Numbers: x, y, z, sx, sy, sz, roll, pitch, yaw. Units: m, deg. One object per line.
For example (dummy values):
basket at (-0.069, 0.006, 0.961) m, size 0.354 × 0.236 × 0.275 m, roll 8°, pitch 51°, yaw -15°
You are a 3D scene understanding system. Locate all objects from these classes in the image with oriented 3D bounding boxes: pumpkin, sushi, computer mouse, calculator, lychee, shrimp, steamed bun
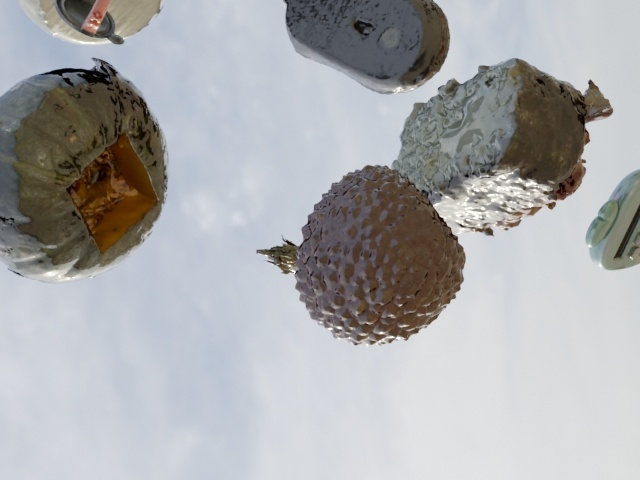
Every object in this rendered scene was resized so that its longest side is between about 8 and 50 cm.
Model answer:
pumpkin at (-0.347, -0.087, 1.611) m, size 0.320 × 0.192 × 0.320 m, roll -33°, pitch -46°, yaw -41°
sushi at (0.237, -0.126, 1.565) m, size 0.182 × 0.343 × 0.196 m, roll 13°, pitch -111°, yaw -29°
computer mouse at (0.081, -0.355, 1.945) m, size 0.116 × 0.323 × 0.183 m, roll 16°, pitch -76°, yaw -60°
calculator at (0.517, -0.036, 1.889) m, size 0.299 × 0.041 × 0.185 m, roll -5°, pitch -57°, yaw -47°
lychee at (0.056, 0.025, 1.261) m, size 0.188 × 0.188 × 0.188 m, roll 23°, pitch -116°, yaw -60°
shrimp at (0.000, 0.000, 2.407) m, size 0.296 × 0.058 × 0.169 m, roll 11°, pitch -92°, yaw -37°
steamed bun at (-0.417, -0.517, 2.053) m, size 0.309 × 0.309 × 0.309 m, roll 23°, pitch -116°, yaw -60°

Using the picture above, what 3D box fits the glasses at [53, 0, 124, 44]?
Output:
glasses at (-0.296, -0.447, 1.694) m, size 0.118 × 0.268 × 0.234 m, roll 17°, pitch -133°, yaw -27°
